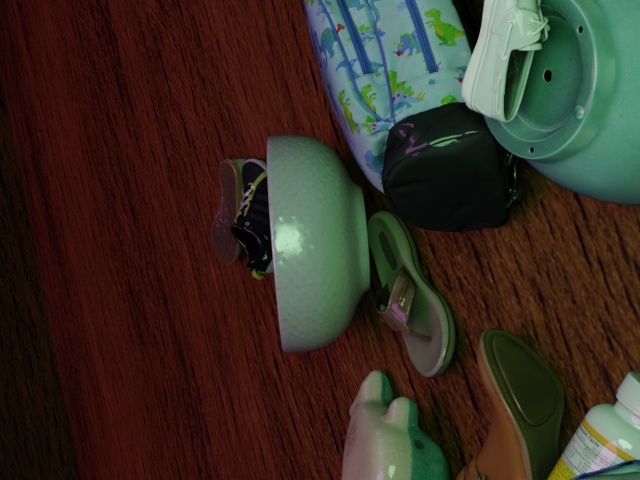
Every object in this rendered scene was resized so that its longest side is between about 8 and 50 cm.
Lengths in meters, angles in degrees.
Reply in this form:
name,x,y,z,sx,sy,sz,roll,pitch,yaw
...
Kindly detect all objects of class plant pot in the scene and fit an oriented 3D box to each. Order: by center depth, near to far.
name,x,y,z,sx,sy,sz,roll,pitch,yaw
plant pot,0.292,-0.173,1.083,0.293,0.196,0.293,13,106,57

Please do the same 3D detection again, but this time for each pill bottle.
name,x,y,z,sx,sy,sz,roll,pitch,yaw
pill bottle,0.322,0.253,1.129,0.117,0.117,0.208,40,107,49

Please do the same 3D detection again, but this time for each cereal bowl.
name,x,y,z,sx,sy,sz,roll,pitch,yaw
cereal bowl,0.000,0.000,1.582,0.339,0.141,0.339,175,90,-90

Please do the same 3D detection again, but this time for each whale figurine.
name,x,y,z,sx,sy,sz,roll,pitch,yaw
whale figurine,0.110,0.319,1.541,0.272,0.141,0.216,-99,27,-58

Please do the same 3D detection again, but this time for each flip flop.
name,x,y,z,sx,sy,sz,roll,pitch,yaw
flip flop,0.115,0.078,1.517,0.112,0.080,0.277,-51,51,49

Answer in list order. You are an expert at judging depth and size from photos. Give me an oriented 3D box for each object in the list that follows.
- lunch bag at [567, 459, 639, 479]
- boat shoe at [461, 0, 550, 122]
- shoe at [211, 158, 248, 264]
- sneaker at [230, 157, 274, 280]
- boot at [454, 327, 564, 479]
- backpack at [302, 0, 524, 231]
name,x,y,z,sx,sy,sz,roll,pitch,yaw
lunch bag,0.386,0.322,0.875,0.385,0.327,0.239,40,125,48
boat shoe,0.190,-0.201,1.002,0.063,0.066,0.184,38,124,33
shoe,-0.162,-0.056,1.989,0.076,0.058,0.219,25,121,33
sneaker,-0.118,-0.044,1.867,0.084,0.097,0.235,-41,59,52
boot,0.234,0.276,1.334,0.283,0.109,0.220,60,139,17
backpack,0.113,-0.212,1.324,0.290,0.273,0.356,57,-150,-67
